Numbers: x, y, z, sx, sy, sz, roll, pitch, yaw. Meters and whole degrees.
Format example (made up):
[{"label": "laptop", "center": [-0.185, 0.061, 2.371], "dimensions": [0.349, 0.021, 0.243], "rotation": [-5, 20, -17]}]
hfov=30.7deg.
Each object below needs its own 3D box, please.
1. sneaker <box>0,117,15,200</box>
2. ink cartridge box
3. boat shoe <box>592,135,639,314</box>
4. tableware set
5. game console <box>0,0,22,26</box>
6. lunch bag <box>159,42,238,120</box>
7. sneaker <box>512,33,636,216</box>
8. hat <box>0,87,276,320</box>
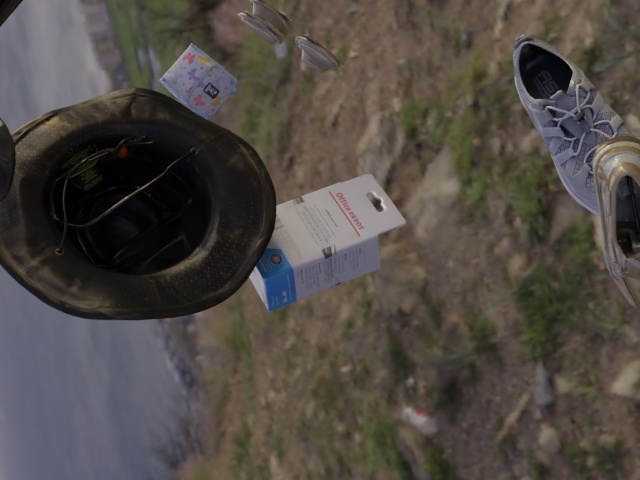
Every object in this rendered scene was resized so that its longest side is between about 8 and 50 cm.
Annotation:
[{"label": "sneaker", "center": [-0.419, -0.094, 1.056], "dimensions": [0.281, 0.162, 0.106], "rotation": [23, 111, 32]}, {"label": "ink cartridge box", "center": [0.000, 0.000, 1.349], "dimensions": [0.060, 0.180, 0.104], "rotation": [84, 160, -46]}, {"label": "boat shoe", "center": [0.276, 0.006, 1.005], "dimensions": [0.072, 0.068, 0.190], "rotation": [-83, -31, -57]}, {"label": "tableware set", "center": [-0.036, -0.249, 1.425], "dimensions": [0.141, 0.020, 0.169], "rotation": [33, 177, -7]}, {"label": "game console", "center": [-0.140, -0.101, 0.330], "dimensions": [0.122, 0.107, 0.071], "rotation": [-25, 72, 52]}, {"label": "lunch bag", "center": [-0.159, -0.209, 1.550], "dimensions": [0.083, 0.071, 0.053], "rotation": [41, 177, 11]}, {"label": "sneaker", "center": [0.307, -0.136, 1.412], "dimensions": [0.115, 0.105, 0.281], "rotation": [37, -164, -55]}, {"label": "hat", "center": [-0.215, -0.012, 1.323], "dimensions": [0.134, 0.331, 0.331], "rotation": [94, 154, -54]}]
